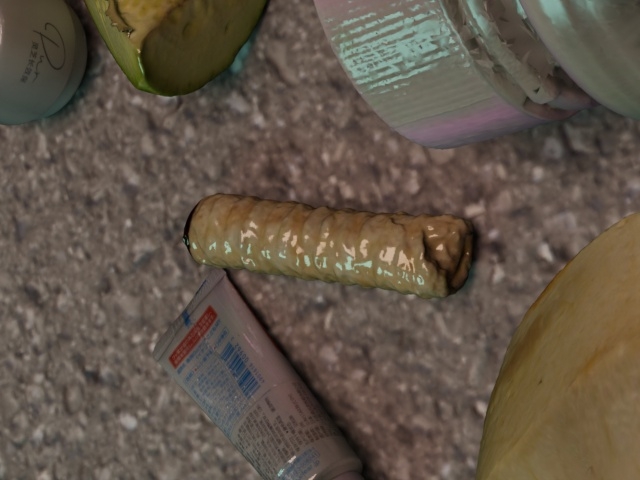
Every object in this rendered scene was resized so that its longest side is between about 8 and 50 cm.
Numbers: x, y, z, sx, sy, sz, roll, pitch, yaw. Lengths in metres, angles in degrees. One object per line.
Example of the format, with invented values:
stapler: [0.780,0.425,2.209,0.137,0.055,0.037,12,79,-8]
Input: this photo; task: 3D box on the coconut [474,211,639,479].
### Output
coconut: [0.227,0.133,0.818,0.323,0.323,0.323,-2,86,29]

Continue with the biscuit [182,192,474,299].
biscuit: [0.000,0.000,1.074,0.219,0.055,0.061,9,80,29]

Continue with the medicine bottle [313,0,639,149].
medicine bottle: [0.176,-0.191,0.876,0.325,0.256,0.256,-18,78,36]

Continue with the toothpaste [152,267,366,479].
toothpaste: [-0.037,0.123,1.092,0.089,0.057,0.234,-51,59,14]

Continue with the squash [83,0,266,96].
squash: [-0.172,-0.197,1.153,0.252,0.093,0.169,23,53,28]

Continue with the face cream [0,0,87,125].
face cream: [-0.247,-0.149,1.193,0.117,0.104,0.117,-2,86,28]
